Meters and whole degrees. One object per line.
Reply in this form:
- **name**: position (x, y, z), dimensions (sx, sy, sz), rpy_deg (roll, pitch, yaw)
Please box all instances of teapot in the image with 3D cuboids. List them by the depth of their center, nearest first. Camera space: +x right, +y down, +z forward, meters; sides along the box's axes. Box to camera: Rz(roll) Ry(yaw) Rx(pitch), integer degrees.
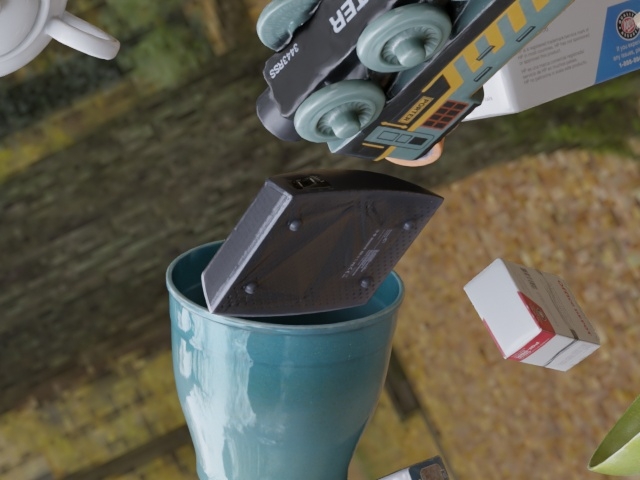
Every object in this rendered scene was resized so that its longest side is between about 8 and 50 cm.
- **teapot**: position (-0.389, -0.283, 1.976), dimensions (0.187, 0.256, 0.252), rpy_deg (43, 155, 59)

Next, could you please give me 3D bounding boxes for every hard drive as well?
- **hard drive**: position (0.000, 0.000, 1.750), dimensions (0.254, 0.172, 0.054), rpy_deg (-1, -137, -52)

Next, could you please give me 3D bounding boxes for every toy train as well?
- **toy train**: position (0.091, -0.189, 1.391), dimensions (0.190, 0.334, 0.142), rpy_deg (5, -129, -43)

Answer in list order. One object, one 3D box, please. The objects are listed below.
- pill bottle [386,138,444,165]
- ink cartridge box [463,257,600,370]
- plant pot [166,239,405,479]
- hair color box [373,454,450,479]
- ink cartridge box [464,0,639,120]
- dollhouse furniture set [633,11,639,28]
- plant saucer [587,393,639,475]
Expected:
- **pill bottle**: position (0.129, -0.221, 2.304), dimensions (0.130, 0.130, 0.246), rpy_deg (70, -155, -56)
- **ink cartridge box**: position (0.229, 0.082, 1.868), dimensions (0.135, 0.056, 0.099), rpy_deg (16, -141, -52)
- **plant pot**: position (-0.049, 0.161, 2.012), dimensions (0.272, 0.271, 0.255), rpy_deg (-124, 36, -65)
- **hair color box**: position (0.022, 0.414, 2.184), dimensions (0.105, 0.347, 0.174), rpy_deg (-6, -108, -61)
- **ink cartridge box**: position (0.235, -0.371, 2.130), dimensions (0.166, 0.285, 0.395), rpy_deg (-5, 103, 54)
- **dollhouse furniture set**: position (0.236, -0.356, 1.822), dimensions (0.362, 0.394, 0.256), rpy_deg (-42, 65, 55)
- **plant saucer**: position (0.297, 0.097, 1.311), dimensions (0.037, 0.241, 0.241), rpy_deg (43, 174, 5)
